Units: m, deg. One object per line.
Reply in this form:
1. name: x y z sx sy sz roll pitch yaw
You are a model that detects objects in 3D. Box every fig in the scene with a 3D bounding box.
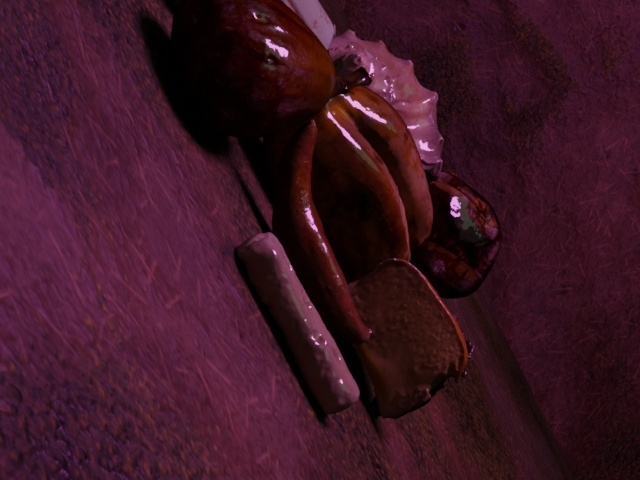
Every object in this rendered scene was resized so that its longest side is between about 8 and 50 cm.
1. fig: -0.044 -0.185 1.382 0.274 0.145 0.170 6 50 -45

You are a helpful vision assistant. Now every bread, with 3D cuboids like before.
1. bread: 0.099 0.120 1.495 0.160 0.140 0.169 61 9 16

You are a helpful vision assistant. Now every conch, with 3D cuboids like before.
1. conch: 0.070 -0.170 1.763 0.263 0.186 0.324 37 -4 11

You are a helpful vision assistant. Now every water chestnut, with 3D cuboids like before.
1. water chestnut: 0.162 0.005 1.935 0.224 0.238 0.223 34 -3 2

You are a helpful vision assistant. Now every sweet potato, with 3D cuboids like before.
1. sweet potato: -0.011 0.000 1.397 0.058 0.078 0.255 -49 124 -80

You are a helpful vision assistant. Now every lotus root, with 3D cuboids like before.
1. lotus root: 0.038 -0.082 1.562 0.291 0.193 0.193 57 12 -32

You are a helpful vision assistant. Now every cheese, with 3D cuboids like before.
1. cheese: -0.022 0.081 1.254 0.194 0.043 0.065 60 6 -8

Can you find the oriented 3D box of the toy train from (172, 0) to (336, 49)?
1. toy train: -0.077 -0.304 1.554 0.285 0.116 0.177 52 41 -42
